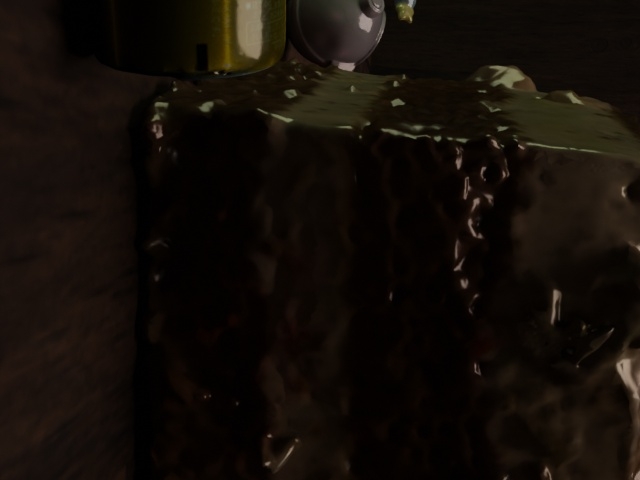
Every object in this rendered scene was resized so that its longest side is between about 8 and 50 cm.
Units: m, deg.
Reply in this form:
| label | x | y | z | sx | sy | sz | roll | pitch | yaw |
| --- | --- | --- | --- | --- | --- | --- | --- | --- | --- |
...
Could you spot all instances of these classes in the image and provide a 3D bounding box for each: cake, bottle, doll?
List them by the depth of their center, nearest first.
| label | x | y | z | sx | sy | sz | roll | pitch | yaw |
| --- | --- | --- | --- | --- | --- | --- | --- | --- | --- |
| bottle | -0.052 | -0.207 | 0.308 | 0.082 | 0.082 | 0.286 | -75 | 168 | -65 |
| cake | 0.053 | 0.025 | 0.542 | 0.282 | 0.290 | 0.256 | -62 | 154 | -70 |
| doll | 0.031 | -0.310 | 0.917 | 0.151 | 0.150 | 0.287 | 75 | 26 | -74 |
